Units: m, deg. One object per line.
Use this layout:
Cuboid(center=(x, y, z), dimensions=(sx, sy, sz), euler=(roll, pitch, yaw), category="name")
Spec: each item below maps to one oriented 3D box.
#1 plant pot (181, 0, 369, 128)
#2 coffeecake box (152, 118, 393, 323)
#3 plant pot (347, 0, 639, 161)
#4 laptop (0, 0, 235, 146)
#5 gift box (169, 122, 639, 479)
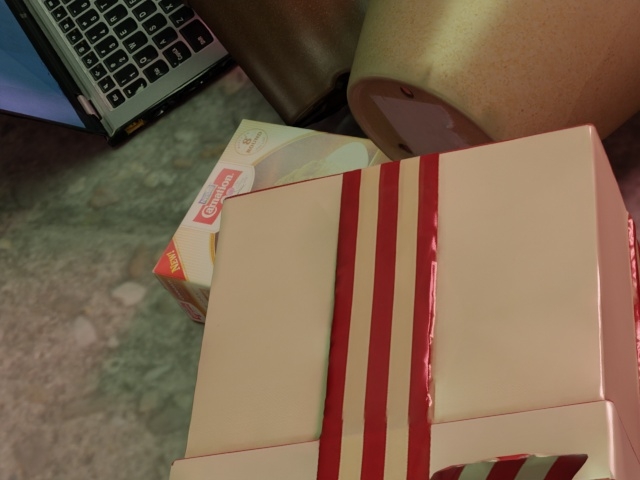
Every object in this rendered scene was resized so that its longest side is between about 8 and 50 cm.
Cuboid(center=(-0.016, -0.181, 1.104), dimensions=(0.167, 0.167, 0.165), euler=(-33, 87, -1), category="plant pot")
Cuboid(center=(0.000, 0.000, 1.042), dimensions=(0.186, 0.068, 0.142), euler=(11, 61, 32), category="coffeecake box")
Cuboid(center=(0.141, -0.166, 0.958), dimensions=(0.256, 0.256, 0.274), euler=(22, 68, 36), category="plant pot")
Cuboid(center=(-0.248, -0.283, 1.268), dimensions=(0.408, 0.236, 0.382), euler=(-35, 48, -2), category="laptop")
Cuboid(center=(0.086, 0.109, 0.794), dimensions=(0.276, 0.255, 0.258), euler=(-13, 48, 24), category="gift box")
